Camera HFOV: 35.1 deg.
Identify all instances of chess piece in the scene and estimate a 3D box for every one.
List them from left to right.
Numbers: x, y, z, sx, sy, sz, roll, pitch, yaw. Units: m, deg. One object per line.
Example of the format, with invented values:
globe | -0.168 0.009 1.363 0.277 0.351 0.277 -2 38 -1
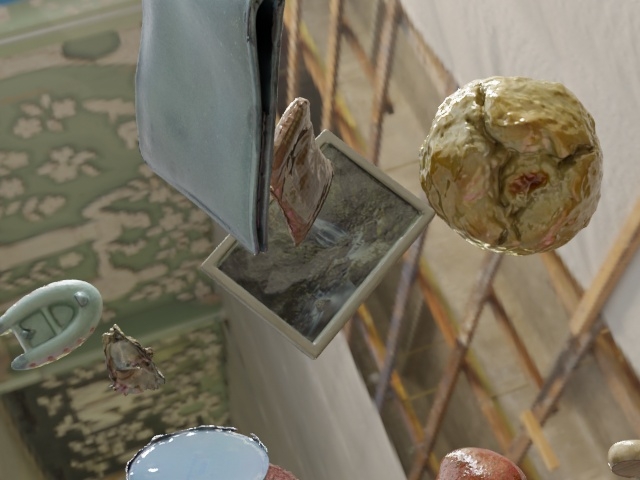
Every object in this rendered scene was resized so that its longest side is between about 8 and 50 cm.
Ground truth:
chess piece | 0.507 0.353 1.635 0.084 0.083 0.038 89 4 -53

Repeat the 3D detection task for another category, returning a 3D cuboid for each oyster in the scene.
oyster | -0.349 0.228 1.889 0.053 0.108 0.166 -77 163 -46

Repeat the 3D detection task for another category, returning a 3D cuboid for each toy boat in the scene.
toy boat | -0.505 0.151 1.893 0.134 0.207 0.079 59 -16 7

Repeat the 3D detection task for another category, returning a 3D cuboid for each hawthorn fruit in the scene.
hawthorn fruit | 0.285 0.418 1.652 0.203 0.162 0.163 -3 -72 42

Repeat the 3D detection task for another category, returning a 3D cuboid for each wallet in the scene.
wallet | -0.119 -0.159 1.047 0.251 0.054 0.291 40 -47 46

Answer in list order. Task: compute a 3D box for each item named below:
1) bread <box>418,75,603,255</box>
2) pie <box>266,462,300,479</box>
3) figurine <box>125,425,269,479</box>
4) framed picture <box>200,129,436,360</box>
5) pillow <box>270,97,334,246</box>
bread | 0.239 -0.089 1.278 0.134 0.244 0.245 -58 134 -72
pie | -0.086 0.394 1.572 0.036 0.154 0.154 -67 -150 22
figurine | -0.186 0.468 1.364 0.277 0.248 0.388 -69 159 -65
framed picture | 0.000 0.000 1.621 0.240 0.324 0.020 39 -18 10
pillow | -0.029 -0.087 1.334 0.034 0.135 0.211 19 -21 22
